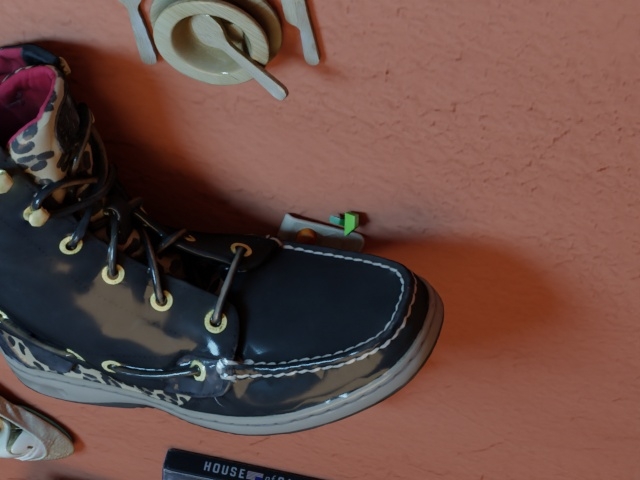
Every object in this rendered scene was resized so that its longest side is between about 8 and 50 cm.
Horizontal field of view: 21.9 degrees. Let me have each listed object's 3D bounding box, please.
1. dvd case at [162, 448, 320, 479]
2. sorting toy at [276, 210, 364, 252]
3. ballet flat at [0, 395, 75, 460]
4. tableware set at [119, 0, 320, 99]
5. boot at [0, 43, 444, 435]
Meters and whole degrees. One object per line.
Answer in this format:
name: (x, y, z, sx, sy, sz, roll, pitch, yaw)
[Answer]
dvd case: (-0.066, 0.286, 1.598, 0.179, 0.030, 0.239, 11, 144, 2)
sorting toy: (0.000, 0.000, 1.212, 0.062, 0.012, 0.083, 17, 144, -5)
ballet flat: (-0.294, 0.168, 1.491, 0.057, 0.052, 0.168, -21, 132, 37)
tableware set: (-0.077, -0.159, 1.003, 0.128, 0.039, 0.194, 2, 142, 15)
boot: (-0.129, 0.000, 1.145, 0.377, 0.138, 0.284, 2, 143, 32)
